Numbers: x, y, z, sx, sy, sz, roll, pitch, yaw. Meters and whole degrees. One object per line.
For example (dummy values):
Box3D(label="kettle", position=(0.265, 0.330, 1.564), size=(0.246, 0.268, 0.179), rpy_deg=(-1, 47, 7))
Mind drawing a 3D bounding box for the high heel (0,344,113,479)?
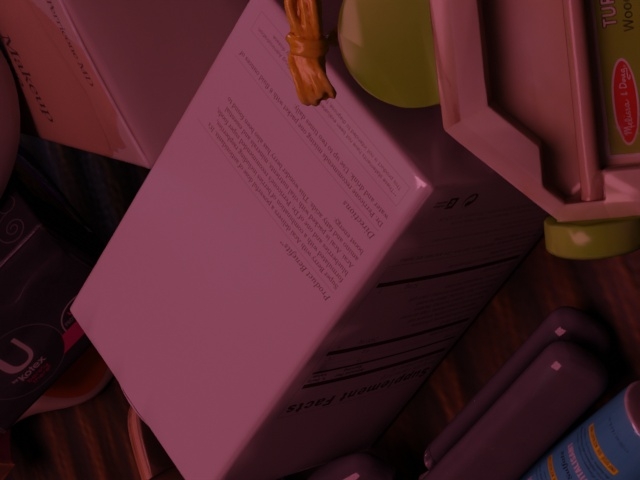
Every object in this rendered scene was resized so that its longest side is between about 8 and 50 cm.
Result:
Box3D(label="high heel", position=(-0.250, 0.105, 1.383), size=(0.244, 0.082, 0.117), rpy_deg=(-51, 42, 33))

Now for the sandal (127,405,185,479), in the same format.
Box3D(label="sandal", position=(-0.095, 0.221, 1.126), size=(0.079, 0.088, 0.240), rpy_deg=(-40, 58, 56))

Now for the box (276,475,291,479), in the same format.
Box3D(label="box", position=(-0.021, 0.391, 1.170), size=(0.395, 0.097, 0.318), rpy_deg=(44, 118, 31))

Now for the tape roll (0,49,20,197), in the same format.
Box3D(label="tape roll", position=(-0.357, -0.090, 1.130), size=(0.169, 0.246, 0.246), rpy_deg=(35, 118, 38))

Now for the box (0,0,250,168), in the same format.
Box3D(label="box", position=(-0.172, -0.157, 1.149), size=(0.311, 0.121, 0.148), rpy_deg=(16, 137, 57))

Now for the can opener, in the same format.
Box3D(label="can opener", position=(0.078, 0.144, 1.045), size=(0.093, 0.074, 0.280), rpy_deg=(35, 124, -12))

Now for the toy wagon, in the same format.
Box3D(label="toy wagon", position=(0.152, -0.126, 0.844), size=(0.344, 0.068, 0.267), rpy_deg=(-5, 101, 13))

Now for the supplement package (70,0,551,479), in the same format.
Box3D(label="supplement package", position=(0.000, 0.000, 1.046), size=(0.177, 0.175, 0.293), rpy_deg=(52, 127, 24))

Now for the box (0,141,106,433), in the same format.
Box3D(label="box", position=(-0.296, -0.005, 1.294), size=(0.165, 0.143, 0.270), rpy_deg=(-45, 52, 3))

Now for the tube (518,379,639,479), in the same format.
Box3D(label="tube", position=(0.152, 0.164, 1.015), size=(0.207, 0.052, 0.080), rpy_deg=(-52, 46, 41))
